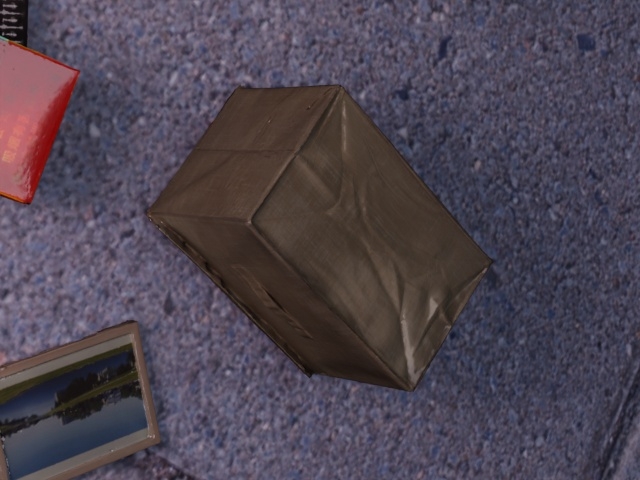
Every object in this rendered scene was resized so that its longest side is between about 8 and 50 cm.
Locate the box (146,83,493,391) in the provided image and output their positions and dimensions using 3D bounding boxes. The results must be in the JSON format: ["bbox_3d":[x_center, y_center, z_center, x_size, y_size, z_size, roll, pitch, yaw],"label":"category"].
[{"bbox_3d":[0.000,0.000,1.344,0.231,0.149,0.155,48,65,-30],"label":"box"}]

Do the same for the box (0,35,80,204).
[{"bbox_3d":[-0.275,-0.108,1.161,0.175,0.048,0.112,21,86,-29],"label":"box"}]

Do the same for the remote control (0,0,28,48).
[{"bbox_3d":[-0.251,-0.195,1.209,0.063,0.025,0.245,1,94,-37],"label":"remote control"}]

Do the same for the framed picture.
[{"bbox_3d":[-0.201,0.137,1.285,0.149,0.011,0.109,-20,105,-36],"label":"framed picture"}]
